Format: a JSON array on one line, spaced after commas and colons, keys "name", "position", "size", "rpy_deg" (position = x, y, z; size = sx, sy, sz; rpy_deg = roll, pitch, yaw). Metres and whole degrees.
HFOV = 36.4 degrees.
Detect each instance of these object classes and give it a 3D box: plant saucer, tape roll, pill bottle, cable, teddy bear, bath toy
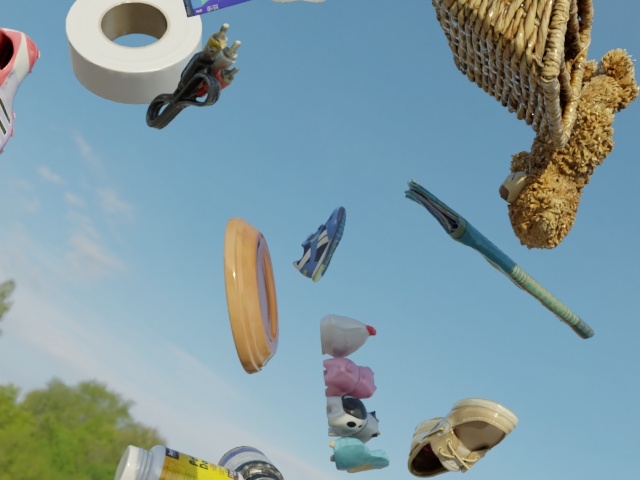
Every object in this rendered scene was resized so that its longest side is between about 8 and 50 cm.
[{"name": "plant saucer", "position": [-0.084, 0.068, 1.233], "size": [0.037, 0.200, 0.200], "rpy_deg": [-6, -27, 5]}, {"name": "tape roll", "position": [-0.393, -0.425, 2.071], "size": [0.286, 0.286, 0.100], "rpy_deg": [22, -35, 9]}, {"name": "pill bottle", "position": [-0.251, 0.435, 1.719], "size": [0.215, 0.117, 0.117], "rpy_deg": [23, -20, -15]}, {"name": "cable", "position": [-0.233, -0.266, 1.794], "size": [0.072, 0.139, 0.287], "rpy_deg": [6, -30, -33]}, {"name": "teddy bear", "position": [0.375, -0.153, 1.517], "size": [0.113, 0.338, 0.245], "rpy_deg": [31, 5, -17]}, {"name": "bath toy", "position": [0.071, 0.317, 2.097], "size": [0.129, 0.348, 0.151], "rpy_deg": [-5, -33, -1]}, {"name": "pill bottle", "position": [-0.138, 0.498, 1.969], "size": [0.123, 0.123, 0.219], "rpy_deg": [31, -6, -14]}]

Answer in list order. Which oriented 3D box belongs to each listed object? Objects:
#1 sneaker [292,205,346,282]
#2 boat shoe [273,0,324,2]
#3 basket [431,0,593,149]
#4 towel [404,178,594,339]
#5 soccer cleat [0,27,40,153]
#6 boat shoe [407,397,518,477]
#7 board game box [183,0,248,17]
[{"name": "sneaker", "position": [0.000, 0.000, 1.728], "size": [0.059, 0.144, 0.053], "rpy_deg": [25, -6, 18]}, {"name": "boat shoe", "position": [-0.078, -0.557, 2.129], "size": [0.219, 0.078, 0.070], "rpy_deg": [-2, 17, -45]}, {"name": "basket", "position": [0.309, -0.296, 1.319], "size": [0.223, 0.213, 0.299], "rpy_deg": [45, 2, 22]}, {"name": "towel", "position": [0.330, 0.037, 1.832], "size": [0.370, 0.040, 0.271], "rpy_deg": [38, 6, -24]}, {"name": "soccer cleat", "position": [-0.589, -0.264, 1.763], "size": [0.083, 0.248, 0.095], "rpy_deg": [21, -2, 23]}, {"name": "boat shoe", "position": [0.139, 0.206, 0.980], "size": [0.063, 0.059, 0.170], "rpy_deg": [32, -31, -6]}, {"name": "board game box", "position": [-0.157, -0.466, 1.495], "size": [0.047, 0.160, 0.210], "rpy_deg": [20, -52, 65]}]
